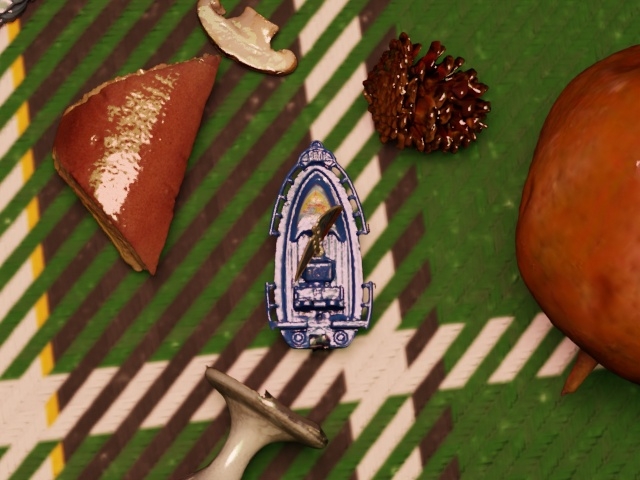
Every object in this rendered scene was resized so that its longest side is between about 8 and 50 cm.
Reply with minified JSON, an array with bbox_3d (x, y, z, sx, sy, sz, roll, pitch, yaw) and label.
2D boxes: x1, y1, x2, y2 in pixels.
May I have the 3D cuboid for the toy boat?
[{"bbox_3d":[0.000,0.000,1.233,0.091,0.110,0.175,0,78,-2],"label":"toy boat"}]

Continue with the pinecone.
[{"bbox_3d":[0.087,-0.115,1.270,0.109,0.102,0.102,34,80,-24],"label":"pinecone"}]

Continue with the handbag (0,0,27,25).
[{"bbox_3d":[-0.329,-0.222,1.293,0.144,0.057,0.221,45,80,-2],"label":"handbag"}]

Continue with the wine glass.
[{"bbox_3d":[-0.103,0.226,1.183,0.126,0.126,0.241,33,78,4],"label":"wine glass"}]

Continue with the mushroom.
[{"bbox_3d":[-0.065,-0.174,1.306,0.101,0.019,0.049,37,82,2],"label":"mushroom"}]

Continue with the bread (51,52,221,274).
[{"bbox_3d":[-0.164,-0.076,1.261,0.119,0.067,0.192,15,80,1],"label":"bread"}]

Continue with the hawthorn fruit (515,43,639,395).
[{"bbox_3d":[0.265,0.001,1.174,0.277,0.277,0.298,36,106,4],"label":"hawthorn fruit"}]
